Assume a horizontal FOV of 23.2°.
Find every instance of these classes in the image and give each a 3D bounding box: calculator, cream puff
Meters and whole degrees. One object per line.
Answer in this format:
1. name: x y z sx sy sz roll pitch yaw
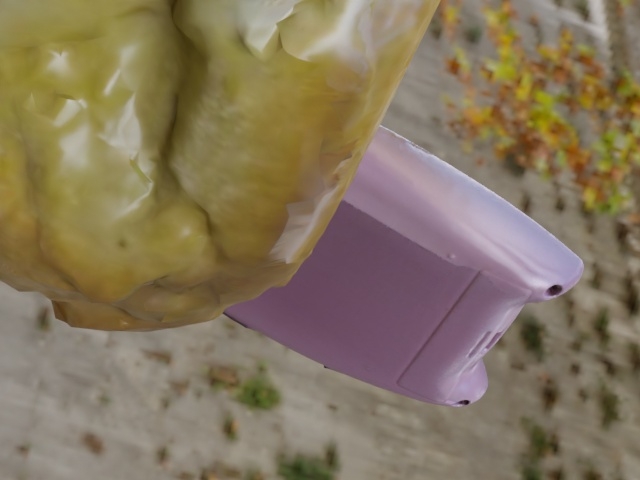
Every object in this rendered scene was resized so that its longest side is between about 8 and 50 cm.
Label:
1. calculator: -0.001 0.001 0.963 0.194 0.294 0.043 -58 -174 46
2. cream puff: -0.060 -0.137 0.535 0.327 0.231 0.343 -62 -178 -11
